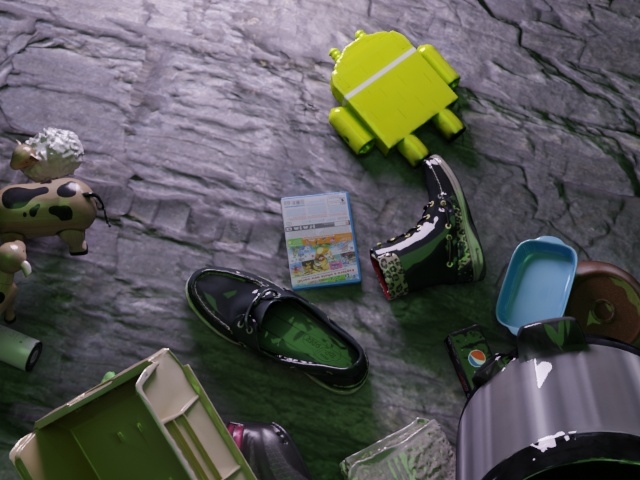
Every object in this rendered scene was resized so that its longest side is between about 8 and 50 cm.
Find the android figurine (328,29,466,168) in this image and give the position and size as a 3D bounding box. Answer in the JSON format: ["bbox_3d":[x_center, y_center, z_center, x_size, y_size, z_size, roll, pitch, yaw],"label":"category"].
[{"bbox_3d":[0.128,-0.264,1.782,0.248,0.056,0.273,-39,79,-14],"label":"android figurine"}]

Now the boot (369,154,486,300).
[{"bbox_3d":[0.165,-0.021,1.686,0.179,0.085,0.236,-16,74,-6],"label":"boot"}]

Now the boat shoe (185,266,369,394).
[{"bbox_3d":[-0.071,0.134,1.604,0.340,0.113,0.127,35,73,8],"label":"boat shoe"}]

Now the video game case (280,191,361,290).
[{"bbox_3d":[0.000,0.000,1.706,0.119,0.015,0.166,-6,71,-6],"label":"video game case"}]

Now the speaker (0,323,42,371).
[{"bbox_3d":[-0.523,0.161,1.599,0.136,0.055,0.055,22,71,4],"label":"speaker"}]

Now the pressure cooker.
[{"bbox_3d":[0.367,0.330,1.391,0.376,0.420,0.369,27,111,-3],"label":"pressure cooker"}]

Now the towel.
[{"bbox_3d":[0.166,0.430,1.537,0.187,0.049,0.282,-25,75,-21],"label":"towel"}]

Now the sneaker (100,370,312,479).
[{"bbox_3d":[-0.143,0.358,1.517,0.483,0.185,0.202,36,48,10],"label":"sneaker"}]

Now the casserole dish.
[{"bbox_3d":[0.368,0.083,1.671,0.114,0.037,0.188,11,67,28],"label":"casserole dish"}]

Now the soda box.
[{"bbox_3d":[0.263,0.227,1.623,0.060,0.053,0.168,-18,74,-10],"label":"soda box"}]

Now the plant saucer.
[{"bbox_3d":[0.475,0.124,1.681,0.199,0.036,0.198,1,71,-4],"label":"plant saucer"}]

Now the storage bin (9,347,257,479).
[{"bbox_3d":[-0.253,0.320,1.358,0.262,0.123,0.260,-30,91,28],"label":"storage bin"}]

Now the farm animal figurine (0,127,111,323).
[{"bbox_3d":[-0.498,-0.020,1.569,0.327,0.172,0.330,-20,67,-17],"label":"farm animal figurine"}]
